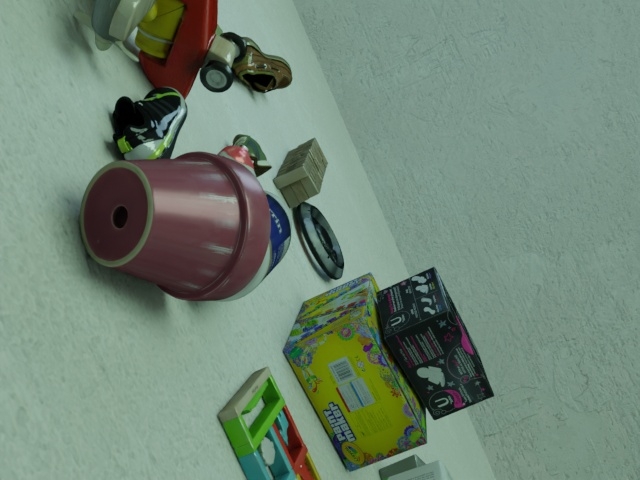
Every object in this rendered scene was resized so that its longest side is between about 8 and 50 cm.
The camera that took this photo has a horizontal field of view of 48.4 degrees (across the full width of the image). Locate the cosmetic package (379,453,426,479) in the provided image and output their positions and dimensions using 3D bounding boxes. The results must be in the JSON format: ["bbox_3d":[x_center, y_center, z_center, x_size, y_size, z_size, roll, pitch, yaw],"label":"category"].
[{"bbox_3d":[0.233,0.600,1.643,0.238,0.107,0.127,46,21,-48],"label":"cosmetic package"}]

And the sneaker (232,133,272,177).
[{"bbox_3d":[-0.171,-0.193,1.557,0.086,0.064,0.192,60,12,9],"label":"sneaker"}]

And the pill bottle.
[{"bbox_3d":[-0.132,-0.005,1.166,0.153,0.153,0.265,64,12,-7],"label":"pill bottle"}]

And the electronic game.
[{"bbox_3d":[0.000,0.000,1.899,0.229,0.048,0.229,57,16,-26],"label":"electronic game"}]

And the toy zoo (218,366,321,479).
[{"bbox_3d":[-0.055,0.358,1.094,0.293,0.030,0.192,65,13,-4],"label":"toy zoo"}]

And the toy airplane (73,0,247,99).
[{"bbox_3d":[-0.264,-0.455,1.190,0.386,0.272,0.384,67,32,-85],"label":"toy airplane"}]

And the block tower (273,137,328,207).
[{"bbox_3d":[-0.048,-0.190,1.956,0.097,0.091,0.335,62,14,-15],"label":"block tower"}]

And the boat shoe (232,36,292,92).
[{"bbox_3d":[-0.164,-0.456,1.969,0.307,0.110,0.104,6,64,-64],"label":"boat shoe"}]

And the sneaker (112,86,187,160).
[{"bbox_3d":[-0.270,-0.197,1.110,0.097,0.084,0.235,55,17,-36],"label":"sneaker"}]

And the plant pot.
[{"bbox_3d":[-0.194,-0.025,0.912,0.180,0.201,0.201,10,55,-56],"label":"plant pot"}]

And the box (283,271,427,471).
[{"bbox_3d":[0.085,0.263,1.488,0.290,0.177,0.279,63,14,-10],"label":"box"}]

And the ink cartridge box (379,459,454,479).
[{"bbox_3d":[0.142,0.535,1.164,0.121,0.211,0.289,61,15,-27],"label":"ink cartridge box"}]

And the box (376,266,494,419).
[{"bbox_3d":[0.230,0.210,1.452,0.247,0.142,0.163,60,12,-28],"label":"box"}]

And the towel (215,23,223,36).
[{"bbox_3d":[-0.277,-0.530,1.798,0.110,0.027,0.148,53,17,-47],"label":"towel"}]

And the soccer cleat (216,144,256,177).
[{"bbox_3d":[-0.145,-0.080,1.452,0.095,0.083,0.248,-57,133,-39],"label":"soccer cleat"}]
